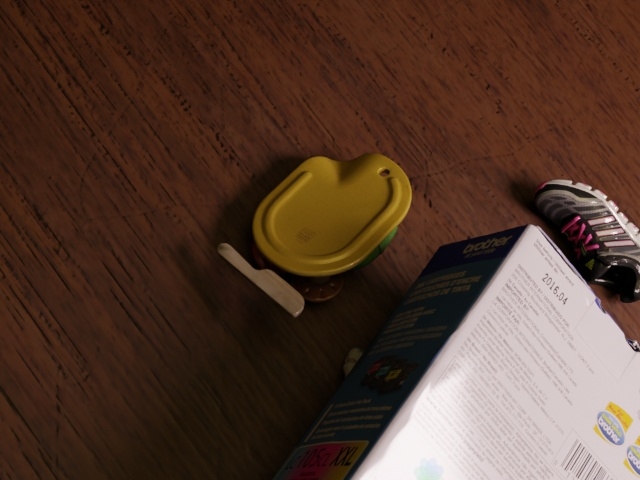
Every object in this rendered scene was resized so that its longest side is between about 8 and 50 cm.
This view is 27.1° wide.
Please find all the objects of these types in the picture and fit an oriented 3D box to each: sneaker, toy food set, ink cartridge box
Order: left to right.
[{"bbox_3d":[0.000,0.000,1.331,0.128,0.071,0.218,31,57,25],"label":"toy food set"},{"bbox_3d":[0.165,0.175,1.210,0.270,0.151,0.395,49,61,-17],"label":"ink cartridge box"},{"bbox_3d":[0.293,0.004,1.415,0.170,0.063,0.075,39,55,-3],"label":"sneaker"}]

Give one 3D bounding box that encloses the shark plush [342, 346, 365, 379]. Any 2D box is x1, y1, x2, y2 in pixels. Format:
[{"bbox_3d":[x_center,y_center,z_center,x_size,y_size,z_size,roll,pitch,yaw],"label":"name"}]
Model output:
[{"bbox_3d":[0.091,0.163,1.290,0.161,0.073,0.067,25,32,0],"label":"shark plush"}]
